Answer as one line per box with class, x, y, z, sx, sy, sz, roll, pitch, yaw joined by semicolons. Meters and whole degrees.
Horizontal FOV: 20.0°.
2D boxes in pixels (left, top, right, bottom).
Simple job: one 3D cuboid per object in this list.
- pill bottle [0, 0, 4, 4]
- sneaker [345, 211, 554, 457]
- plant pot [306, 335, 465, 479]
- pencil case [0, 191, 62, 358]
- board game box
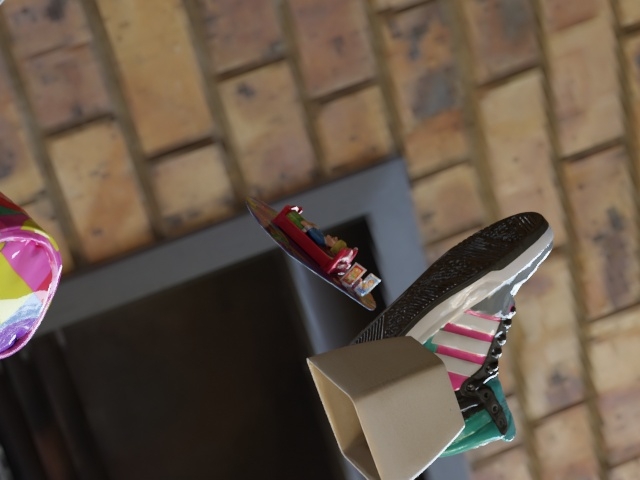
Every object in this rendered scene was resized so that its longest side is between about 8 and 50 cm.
pill bottle;-0.249;-0.268;1.203;0.204;0.361;0.204;41;18;-16
sneaker;0.164;0.122;1.915;0.178;0.295;0.124;49;0;-21
plant pot;0.064;0.146;1.623;0.109;0.096;0.109;35;-32;62
pencil case;-0.252;-0.016;1.061;0.236;0.104;0.104;39;-27;35
board game box;0.000;0.000;1.814;0.169;0.033;0.133;35;12;-30
